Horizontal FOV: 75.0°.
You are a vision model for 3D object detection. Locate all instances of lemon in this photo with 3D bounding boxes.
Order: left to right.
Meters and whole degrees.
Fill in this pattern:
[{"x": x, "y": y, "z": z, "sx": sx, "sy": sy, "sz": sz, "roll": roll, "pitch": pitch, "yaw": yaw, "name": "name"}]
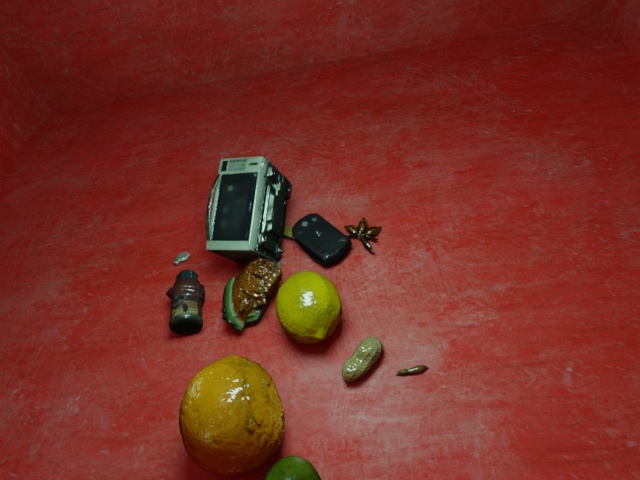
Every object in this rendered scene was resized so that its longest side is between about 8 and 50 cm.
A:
[{"x": -0.043, "y": 0.243, "z": 1.535, "sx": 0.267, "sy": 0.267, "sz": 0.267, "roll": -6, "pitch": 48, "yaw": 7, "name": "lemon"}]

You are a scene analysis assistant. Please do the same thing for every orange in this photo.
[{"x": -0.275, "y": 0.533, "z": 1.274, "sx": 0.293, "sy": 0.340, "sz": 0.340, "roll": -25, "pitch": 48, "yaw": 5, "name": "orange"}]

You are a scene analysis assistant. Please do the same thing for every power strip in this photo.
[{"x": -0.652, "y": 0.087, "z": 1.959, "sx": 0.055, "sy": 0.035, "sz": 0.083, "roll": 22, "pitch": 44, "yaw": 28, "name": "power strip"}]

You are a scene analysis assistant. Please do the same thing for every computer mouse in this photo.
[{"x": 0.000, "y": 0.000, "z": 1.836, "sx": 0.170, "sy": 0.100, "sz": 0.269, "roll": -41, "pitch": 59, "yaw": -16, "name": "computer mouse"}]

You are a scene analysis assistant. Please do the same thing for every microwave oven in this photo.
[{"x": -0.289, "y": -0.117, "z": 1.776, "sx": 0.247, "sy": 0.333, "sz": 0.394, "roll": 2, "pitch": 77, "yaw": 17, "name": "microwave oven"}]

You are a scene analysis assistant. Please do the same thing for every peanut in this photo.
[{"x": 0.146, "y": 0.411, "z": 1.446, "sx": 0.083, "sy": 0.093, "sz": 0.194, "roll": 36, "pitch": 62, "yaw": 20, "name": "peanut"}]

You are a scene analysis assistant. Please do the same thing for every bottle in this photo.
[{"x": -0.556, "y": 0.245, "z": 1.719, "sx": 0.156, "sy": 0.143, "sz": 0.271, "roll": 2, "pitch": 47, "yaw": -20, "name": "bottle"}]

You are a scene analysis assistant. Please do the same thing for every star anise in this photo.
[{"x": 0.197, "y": -0.039, "z": 1.857, "sx": 0.212, "sy": 0.053, "sz": 0.157, "roll": 31, "pitch": 62, "yaw": 35, "name": "star anise"}]

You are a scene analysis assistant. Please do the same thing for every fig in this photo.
[{"x": -0.091, "y": 0.717, "z": 1.179, "sx": 0.181, "sy": 0.191, "sz": 0.181, "roll": -4, "pitch": 81, "yaw": 24, "name": "fig"}]

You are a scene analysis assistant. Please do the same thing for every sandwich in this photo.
[{"x": -0.254, "y": 0.198, "z": 1.678, "sx": 0.301, "sy": 0.162, "sz": 0.250, "roll": -46, "pitch": 35, "yaw": 13, "name": "sandwich"}]

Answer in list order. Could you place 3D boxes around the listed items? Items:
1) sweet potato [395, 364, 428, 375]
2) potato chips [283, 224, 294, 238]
[{"x": 0.313, "y": 0.443, "z": 1.424, "sx": 0.115, "sy": 0.026, "sz": 0.026, "roll": -11, "pitch": 48, "yaw": 1, "name": "sweet potato"}, {"x": -0.272, "y": -0.080, "z": 1.985, "sx": 0.407, "sy": 0.080, "sz": 0.057, "roll": 17, "pitch": 93, "yaw": 24, "name": "potato chips"}]
